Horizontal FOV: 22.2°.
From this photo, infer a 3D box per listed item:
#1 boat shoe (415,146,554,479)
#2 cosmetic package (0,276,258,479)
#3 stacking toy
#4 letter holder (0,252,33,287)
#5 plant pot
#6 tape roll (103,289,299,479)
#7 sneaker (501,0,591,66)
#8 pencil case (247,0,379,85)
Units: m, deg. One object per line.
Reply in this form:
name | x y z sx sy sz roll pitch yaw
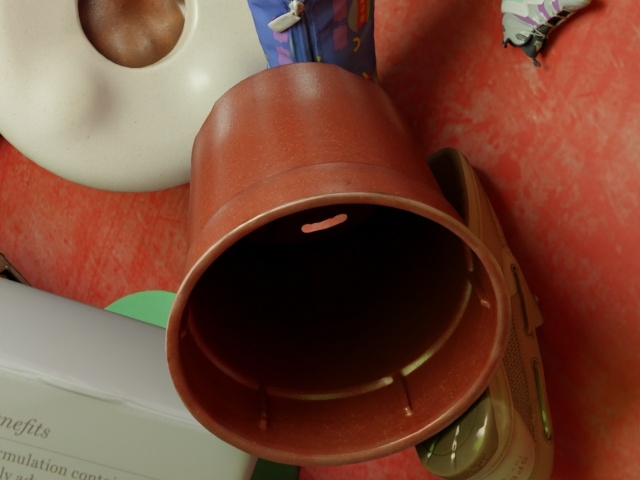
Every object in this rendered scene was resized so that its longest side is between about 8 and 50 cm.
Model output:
boat shoe | 0.134 0.071 1.456 0.121 0.110 0.341 -37 43 38
cosmetic package | -0.292 0.263 1.473 0.327 0.329 0.394 -137 67 -72
stacking toy | -0.262 -0.226 1.737 0.480 0.350 0.351 4 84 65
letter holder | -0.361 0.118 1.816 0.152 0.214 0.302 -45 19 -9
plant pot | 0.000 0.000 1.374 0.272 0.272 0.265 -48 28 24
tape roll | -0.163 0.214 1.711 0.321 0.077 0.321 -10 75 41
sneaker | 0.205 -0.193 1.492 0.098 0.038 0.069 0 83 51
pencil case | -0.004 -0.170 1.504 0.119 0.306 0.133 5 48 10
